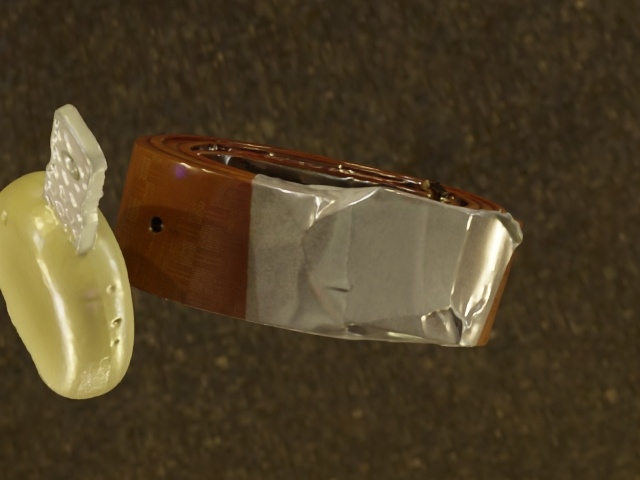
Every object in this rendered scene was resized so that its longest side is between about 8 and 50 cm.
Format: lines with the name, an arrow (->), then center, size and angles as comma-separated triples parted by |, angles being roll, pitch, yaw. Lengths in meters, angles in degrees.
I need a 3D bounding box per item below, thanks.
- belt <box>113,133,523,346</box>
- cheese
belt -> 0.000, 0.000, 1.199 | 0.261, 0.184, 0.105 | 13, 97, -20
cheese -> -0.142, -0.004, 1.055 | 0.050, 0.127, 0.255 | -26, 162, -22
